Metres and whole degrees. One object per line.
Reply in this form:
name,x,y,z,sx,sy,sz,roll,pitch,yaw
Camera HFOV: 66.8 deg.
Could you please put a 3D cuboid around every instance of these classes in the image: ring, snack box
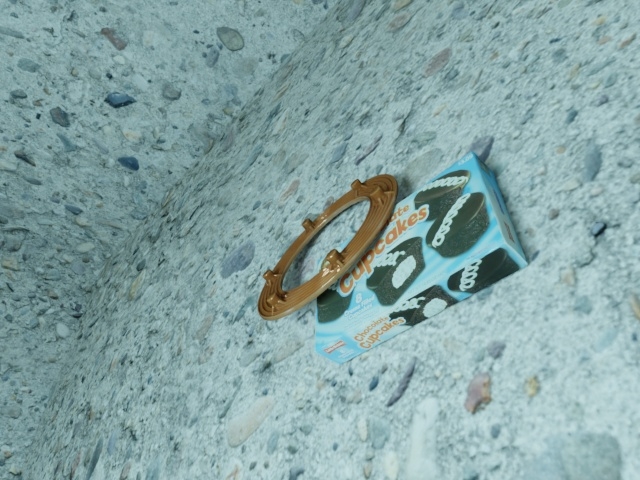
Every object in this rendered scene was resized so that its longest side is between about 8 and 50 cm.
ring,0.000,0.000,0.856,0.336,0.032,0.336,-41,16,15
snack box,0.120,0.032,0.710,0.322,0.060,0.187,-37,33,31
